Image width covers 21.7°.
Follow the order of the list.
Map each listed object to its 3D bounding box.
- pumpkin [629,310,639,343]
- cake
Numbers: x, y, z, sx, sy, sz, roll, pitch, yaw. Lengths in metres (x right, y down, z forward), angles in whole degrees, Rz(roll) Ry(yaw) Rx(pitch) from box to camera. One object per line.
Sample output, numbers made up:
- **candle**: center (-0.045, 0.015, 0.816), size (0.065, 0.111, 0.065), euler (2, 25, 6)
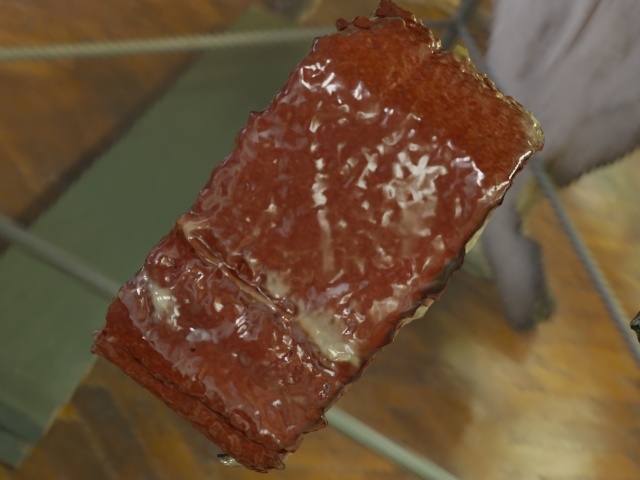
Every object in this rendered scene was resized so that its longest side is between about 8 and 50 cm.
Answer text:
- **pumpkin**: center (0.309, 0.070, 0.878), size (0.278, 0.111, 0.163), euler (29, 37, 12)
- **cake**: center (0.000, 0.000, 0.975), size (0.151, 0.283, 0.177), euler (36, 12, -1)
